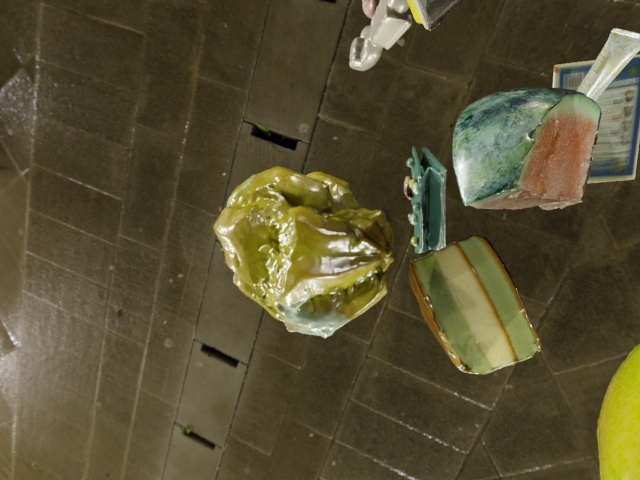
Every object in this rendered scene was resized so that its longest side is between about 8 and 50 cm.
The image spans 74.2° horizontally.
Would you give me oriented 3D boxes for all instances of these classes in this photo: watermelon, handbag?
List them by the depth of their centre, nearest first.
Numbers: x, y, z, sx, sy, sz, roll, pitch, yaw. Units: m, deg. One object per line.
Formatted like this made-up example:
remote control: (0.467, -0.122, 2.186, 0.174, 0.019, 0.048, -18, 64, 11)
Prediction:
watermelon: (0.329, -0.129, 0.639, 0.148, 0.318, 0.226, -18, 110, 46)
handbag: (0.305, -0.119, 1.270, 0.100, 0.274, 0.268, -6, 120, 6)

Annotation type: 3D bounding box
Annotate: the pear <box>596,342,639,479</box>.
pear: (0.511, 0.268, 0.459, 0.391, 0.391, 0.390, 4, 105, 16)

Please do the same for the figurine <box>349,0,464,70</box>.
figurine: (0.087, -0.362, 0.506, 0.143, 0.308, 0.308, 14, 113, -28)

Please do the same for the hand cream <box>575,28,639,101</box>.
hand cream: (0.560, -0.329, 0.844, 0.067, 0.194, 0.042, 23, 66, 11)

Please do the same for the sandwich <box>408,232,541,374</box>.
sandwich: (0.282, 0.130, 0.814, 0.155, 0.198, 0.227, -23, 73, 4)

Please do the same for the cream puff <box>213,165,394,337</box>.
cream puff: (0.000, 0.000, 0.863, 0.276, 0.378, 0.378, -29, 94, 36)

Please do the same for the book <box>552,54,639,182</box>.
book: (0.730, -0.310, 1.125, 0.229, 0.018, 0.322, -3, 110, 8)
